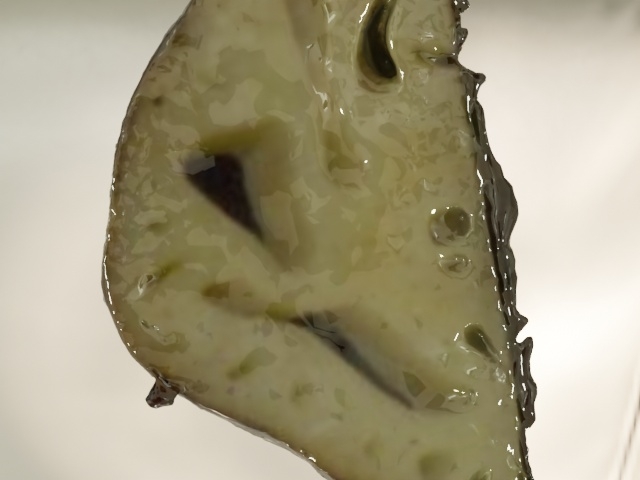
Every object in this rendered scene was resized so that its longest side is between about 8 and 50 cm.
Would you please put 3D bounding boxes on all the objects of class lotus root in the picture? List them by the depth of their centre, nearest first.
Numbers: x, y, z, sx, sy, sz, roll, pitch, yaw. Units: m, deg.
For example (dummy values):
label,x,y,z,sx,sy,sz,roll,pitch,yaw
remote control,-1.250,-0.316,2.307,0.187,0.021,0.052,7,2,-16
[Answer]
label,x,y,z,sx,sy,sz,roll,pitch,yaw
lotus root,0.000,0.000,0.682,0.170,0.074,0.260,-3,97,-5
